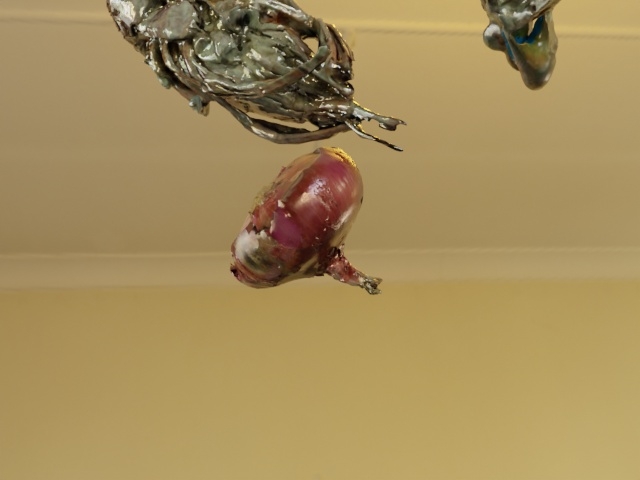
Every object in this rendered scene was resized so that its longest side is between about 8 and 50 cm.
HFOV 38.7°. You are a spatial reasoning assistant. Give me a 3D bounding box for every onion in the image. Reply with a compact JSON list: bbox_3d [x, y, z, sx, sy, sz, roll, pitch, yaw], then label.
[{"bbox_3d":[0.000,0.000,0.812,0.140,0.150,0.150,39,-44,-5],"label":"onion"}]

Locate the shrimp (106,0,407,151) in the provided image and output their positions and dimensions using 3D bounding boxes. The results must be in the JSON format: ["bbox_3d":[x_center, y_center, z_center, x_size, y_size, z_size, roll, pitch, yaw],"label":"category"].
[{"bbox_3d":[-0.034,-0.090,0.450,0.074,0.190,0.073,-57,-28,8],"label":"shrimp"}]

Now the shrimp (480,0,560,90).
[{"bbox_3d":[0.236,-0.313,0.903,0.221,0.110,0.445,23,-21,15],"label":"shrimp"}]
